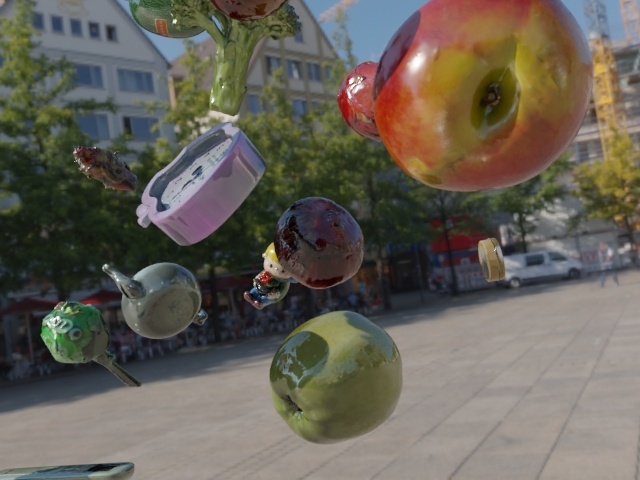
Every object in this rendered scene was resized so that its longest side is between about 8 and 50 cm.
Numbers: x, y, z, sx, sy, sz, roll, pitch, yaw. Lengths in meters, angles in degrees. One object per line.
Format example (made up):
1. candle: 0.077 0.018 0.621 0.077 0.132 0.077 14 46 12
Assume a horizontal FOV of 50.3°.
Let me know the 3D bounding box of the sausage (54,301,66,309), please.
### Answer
1. sausage: -0.641 0.227 1.800 0.042 0.158 0.036 -34 10 -1

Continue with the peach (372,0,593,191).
1. peach: 0.272 -0.263 1.196 0.388 0.388 0.388 -8 -3 -1

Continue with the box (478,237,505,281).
1. box: 0.410 0.047 1.638 0.037 0.105 0.105 -11 -3 1

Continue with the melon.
1. melon: -0.482 -0.735 2.153 0.288 0.182 0.182 15 0 9

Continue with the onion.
1. onion: 0.000 0.000 1.769 0.246 0.246 0.190 -6 -29 -32

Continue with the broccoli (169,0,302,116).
1. broccoli: -0.225 -0.608 2.086 0.353 0.397 0.275 -17 15 7

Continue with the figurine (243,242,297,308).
1. figurine: -0.146 0.093 2.110 0.185 0.127 0.234 -28 -25 -38

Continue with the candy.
1. candy: -0.347 0.188 1.090 0.097 0.097 0.323 -9 -29 2

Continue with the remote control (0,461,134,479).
1. remote control: -0.523 0.474 1.362 0.309 0.038 0.090 -7 -5 13

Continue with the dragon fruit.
1. dragon fruit: 0.169 -0.405 1.993 0.241 0.252 0.241 -23 -32 -16

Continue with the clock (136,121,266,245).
1. clock: -0.286 -0.129 1.613 0.338 0.102 0.338 -31 30 20

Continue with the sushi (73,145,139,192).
1. sushi: -0.592 -0.203 1.863 0.103 0.097 0.226 -10 -25 21

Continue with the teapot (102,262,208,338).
1. teapot: -0.386 0.140 1.649 0.129 0.193 0.294 42 7 40

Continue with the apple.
1. apple: 0.035 0.366 1.813 0.357 0.357 0.357 -8 -3 -1

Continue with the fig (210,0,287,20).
1. fig: -0.095 -0.444 1.126 0.175 0.175 0.207 -11 3 35
